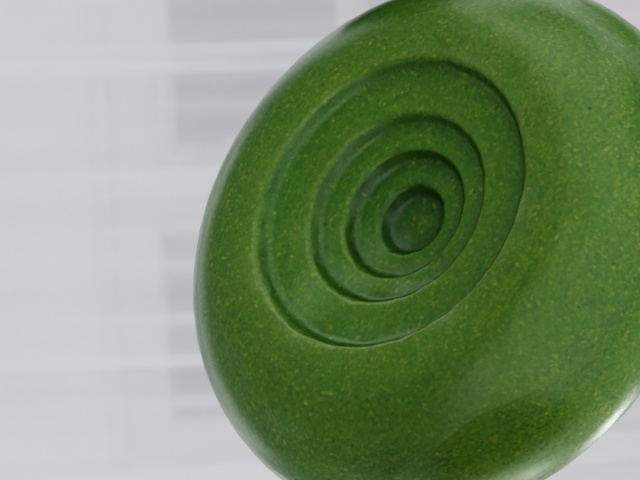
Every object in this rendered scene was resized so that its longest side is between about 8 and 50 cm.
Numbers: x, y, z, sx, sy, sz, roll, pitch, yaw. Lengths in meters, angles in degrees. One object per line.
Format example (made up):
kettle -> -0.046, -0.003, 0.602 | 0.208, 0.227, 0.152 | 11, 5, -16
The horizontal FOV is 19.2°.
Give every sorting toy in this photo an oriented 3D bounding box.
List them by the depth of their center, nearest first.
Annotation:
sorting toy -> 0.000, 0.000, 0.368 | 0.126, 0.127, 0.366 | 34, 38, -48
